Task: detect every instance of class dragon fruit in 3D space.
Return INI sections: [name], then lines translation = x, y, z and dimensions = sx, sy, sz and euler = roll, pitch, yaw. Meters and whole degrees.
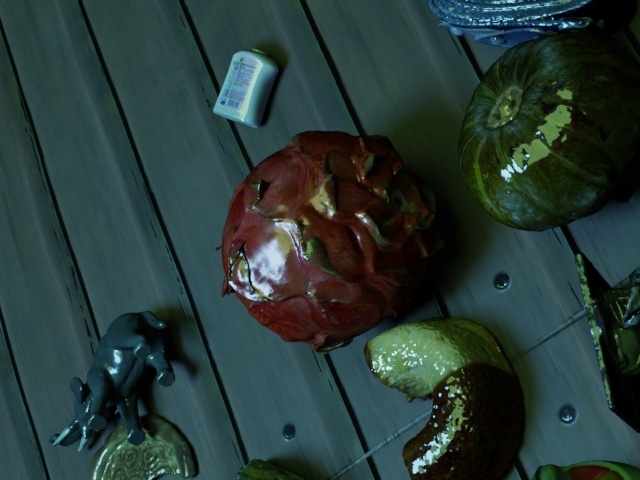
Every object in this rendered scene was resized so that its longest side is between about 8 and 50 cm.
[dragon fruit]
translation = 0.010, -0.002, 1.477
dimensions = 0.241, 0.241, 0.252
euler = 44, 123, 37

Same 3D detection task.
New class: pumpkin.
[pumpkin]
translation = 0.245, -0.106, 1.357
dimensions = 0.219, 0.162, 0.219
euler = -41, 30, 31

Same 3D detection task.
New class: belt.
[belt]
translation = 0.219, -0.273, 1.431
dimensions = 0.218, 0.128, 0.122
euler = 7, 83, 38

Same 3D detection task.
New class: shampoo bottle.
[shampoo bottle]
translation = -0.094, -0.201, 1.722
dimensions = 0.072, 0.043, 0.099
euler = 21, 92, 39

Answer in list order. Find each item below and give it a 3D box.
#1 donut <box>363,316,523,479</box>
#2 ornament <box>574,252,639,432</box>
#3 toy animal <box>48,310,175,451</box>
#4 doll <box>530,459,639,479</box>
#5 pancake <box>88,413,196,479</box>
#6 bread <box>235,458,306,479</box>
[donut]
translation = 0.130, 0.164, 1.426
dimensions = 0.141, 0.085, 0.217
euler = -41, 55, 25
[ornament]
translation = 0.358, 0.074, 1.245
dimensions = 0.196, 0.166, 0.153
euler = -18, 69, 19
[toy animal]
translation = -0.274, 0.205, 1.733
dimensions = 0.269, 0.082, 0.137
euler = -54, 32, 17
[doll]
translation = 0.286, 0.282, 1.210
dimensions = 0.321, 0.186, 0.198
euler = -27, 21, 19
[pancake]
translation = -0.241, 0.319, 1.729
dimensions = 0.184, 0.020, 0.191
euler = 17, 91, 39
[bread]
translation = -0.047, 0.310, 1.532
dimensions = 0.110, 0.156, 0.103
euler = 10, 92, 7
